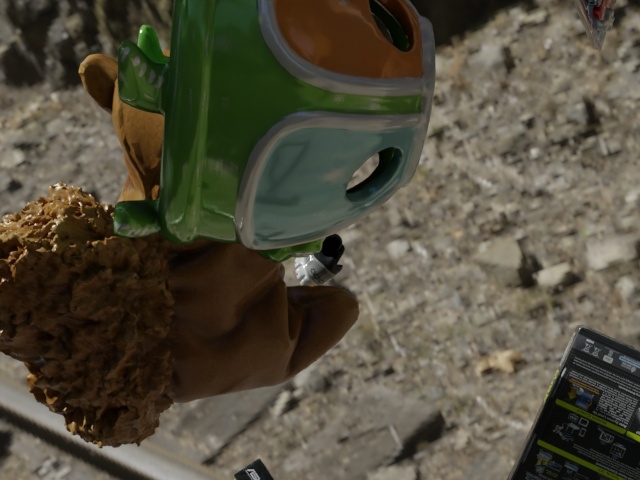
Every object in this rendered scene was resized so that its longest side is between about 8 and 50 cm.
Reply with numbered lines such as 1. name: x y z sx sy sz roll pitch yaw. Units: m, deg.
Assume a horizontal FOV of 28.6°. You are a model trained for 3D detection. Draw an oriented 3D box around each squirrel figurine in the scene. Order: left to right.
1. squirrel figurine: -0.162 -0.001 1.263 0.281 0.370 0.397 34 54 24

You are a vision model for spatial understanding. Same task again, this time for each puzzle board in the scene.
1. puzzle board: 0.183 -0.179 0.786 0.011 0.096 0.128 18 -1 18

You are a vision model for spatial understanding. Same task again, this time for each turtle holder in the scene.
1. turtle holder: -0.039 -0.087 0.981 0.227 0.320 0.243 4 28 -6

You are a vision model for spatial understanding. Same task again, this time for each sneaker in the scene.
1. sneaker: 0.000 0.000 1.919 0.074 0.063 0.170 -26 44 21

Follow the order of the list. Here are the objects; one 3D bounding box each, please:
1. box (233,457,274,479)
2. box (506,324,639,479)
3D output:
1. box: -0.044 0.371 1.538 0.045 0.191 0.184 -30 72 -16
2. box: 0.365 0.243 1.385 0.270 0.216 0.060 24 3 9
